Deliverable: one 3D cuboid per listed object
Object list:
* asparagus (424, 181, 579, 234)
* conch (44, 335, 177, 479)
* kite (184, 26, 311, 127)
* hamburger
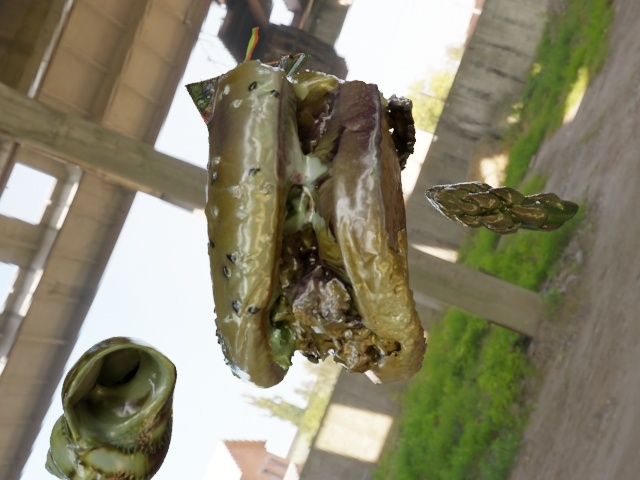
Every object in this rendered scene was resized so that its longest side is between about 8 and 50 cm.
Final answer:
[{"bbox_3d":[0.274,-0.046,1.171,0.080,0.287,0.080,-24,61,56],"label":"asparagus"},{"bbox_3d":[-0.247,0.202,0.896,0.181,0.124,0.187,-53,-48,-18],"label":"conch"},{"bbox_3d":[-0.111,-0.191,0.995,0.014,0.241,0.184,23,-104,-44],"label":"kite"},{"bbox_3d":[0.000,0.000,0.727,0.318,0.195,0.277,77,-165,-72],"label":"hamburger"}]
